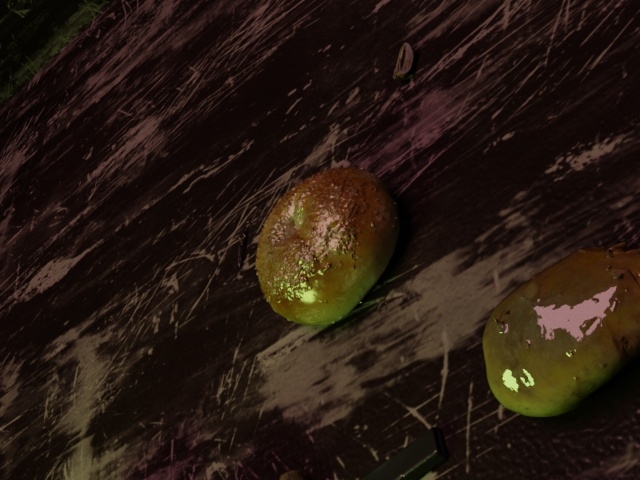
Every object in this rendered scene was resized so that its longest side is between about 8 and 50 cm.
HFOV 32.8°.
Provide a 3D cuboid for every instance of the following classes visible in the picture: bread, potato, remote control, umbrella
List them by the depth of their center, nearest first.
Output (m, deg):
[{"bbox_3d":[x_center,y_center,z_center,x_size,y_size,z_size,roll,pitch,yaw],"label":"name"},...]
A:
[{"bbox_3d":[0.337,0.110,1.435,0.296,0.141,0.191,-37,42,26],"label":"potato"},{"bbox_3d":[0.094,0.367,1.649,0.245,0.025,0.063,-42,33,23],"label":"remote control"},{"bbox_3d":[0.000,0.000,1.935,0.306,0.159,0.305,-34,41,35],"label":"bread"},{"bbox_3d":[-0.163,0.012,2.267,0.022,0.013,0.122,-5,57,26],"label":"umbrella"}]

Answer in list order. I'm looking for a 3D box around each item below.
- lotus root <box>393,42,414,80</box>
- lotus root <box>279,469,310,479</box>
[{"bbox_3d":[0.163,-0.341,2.106,0.037,0.030,0.083,118,170,-63],"label":"lotus root"},{"bbox_3d":[-0.036,0.411,1.755,0.049,0.054,0.099,-68,27,25],"label":"lotus root"}]
